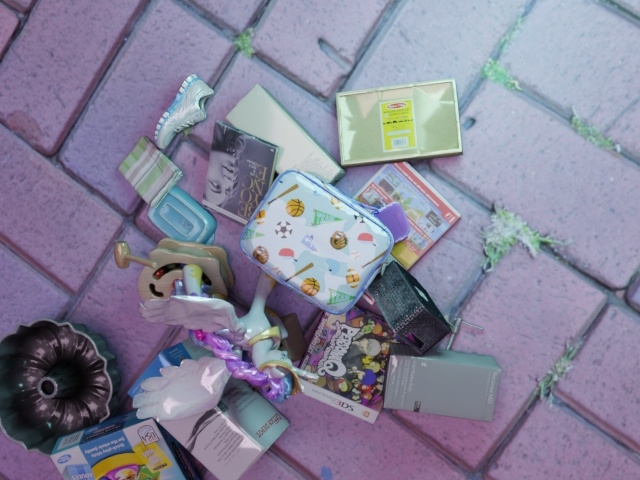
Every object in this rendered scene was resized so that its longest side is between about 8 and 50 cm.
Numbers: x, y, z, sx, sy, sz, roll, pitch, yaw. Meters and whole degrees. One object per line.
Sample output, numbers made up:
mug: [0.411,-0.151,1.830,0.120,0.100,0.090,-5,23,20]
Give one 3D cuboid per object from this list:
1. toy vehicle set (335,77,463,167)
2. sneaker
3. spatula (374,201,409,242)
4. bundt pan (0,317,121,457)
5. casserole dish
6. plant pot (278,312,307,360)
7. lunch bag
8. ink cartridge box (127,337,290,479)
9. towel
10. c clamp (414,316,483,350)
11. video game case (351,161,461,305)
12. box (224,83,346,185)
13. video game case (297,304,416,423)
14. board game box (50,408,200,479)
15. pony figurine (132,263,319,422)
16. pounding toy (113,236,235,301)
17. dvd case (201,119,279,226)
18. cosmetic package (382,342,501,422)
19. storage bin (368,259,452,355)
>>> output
toy vehicle set: [0.171,-0.255,1.783,0.266,0.035,0.166,-5,82,12]
sneaker: [-0.313,-0.286,1.883,0.083,0.071,0.191,33,99,3]
spatula: [0.058,0.012,1.810,0.296,0.030,0.084,-27,89,12]
bundt pan: [-0.623,0.341,1.948,0.330,0.124,0.331,0,92,11]
casserole dish: [-0.331,-0.049,1.913,0.188,0.037,0.114,39,100,7]
plant pot: [-0.099,0.237,1.846,0.109,0.096,0.109,-19,89,12]
lunch bag: [0.000,0.000,1.717,0.303,0.115,0.243,34,90,2]
ink cartridge box: [-0.241,0.374,1.818,0.307,0.223,0.129,41,100,7]
towel: [-0.404,-0.162,1.910,0.152,0.023,0.113,44,99,23]
c clamp: [0.265,0.235,1.806,0.137,0.022,0.161,27,99,11]
video game case: [0.143,-0.024,1.819,0.204,0.025,0.285,45,101,7]
box: [-0.076,-0.213,1.822,0.113,0.094,0.275,-43,83,10]
video game case: [0.071,0.265,1.813,0.210,0.042,0.232,24,101,-4]
board game box: [-0.420,0.564,1.870,0.253,0.079,0.336,-21,109,6]
pony figurine: [-0.201,0.190,1.658,0.350,0.363,0.303,2,122,-15]
pounding toy: [-0.341,0.093,1.848,0.269,0.155,0.154,8,113,5]
dvd case: [-0.184,-0.140,1.830,0.164,0.018,0.221,25,123,18]
cosmetic package: [0.257,0.303,1.748,0.237,0.107,0.127,7,99,2]
storage bin: [0.187,0.141,1.730,0.084,0.180,0.122,-42,126,11]
